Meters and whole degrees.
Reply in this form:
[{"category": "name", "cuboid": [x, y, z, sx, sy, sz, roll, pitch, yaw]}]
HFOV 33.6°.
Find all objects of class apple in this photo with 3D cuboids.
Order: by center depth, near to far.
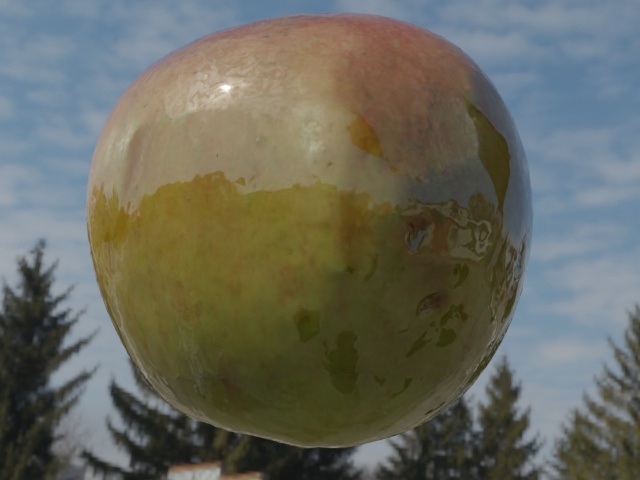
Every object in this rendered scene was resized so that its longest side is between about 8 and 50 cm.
[{"category": "apple", "cuboid": [0.000, 0.000, 0.805, 0.339, 0.305, 0.338, -3, -8, 0]}]
